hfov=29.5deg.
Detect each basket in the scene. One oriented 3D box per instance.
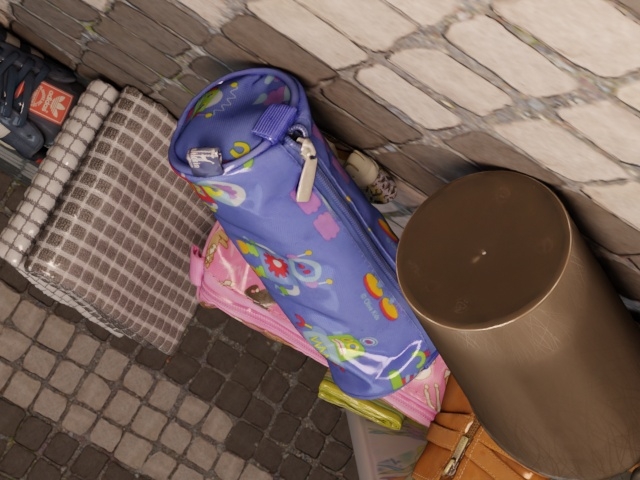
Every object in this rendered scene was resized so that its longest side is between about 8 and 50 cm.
[{"bbox_3d":[0.154,0.057,0.926,0.204,0.154,0.227,57,-176,39],"label":"basket"}]

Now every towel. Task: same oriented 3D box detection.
[{"bbox_3d":[0.079,0.131,1.437,0.102,0.021,0.237,27,-145,5],"label":"towel"},{"bbox_3d":[-0.204,-0.016,1.378,0.121,0.235,0.284,17,165,33],"label":"towel"}]

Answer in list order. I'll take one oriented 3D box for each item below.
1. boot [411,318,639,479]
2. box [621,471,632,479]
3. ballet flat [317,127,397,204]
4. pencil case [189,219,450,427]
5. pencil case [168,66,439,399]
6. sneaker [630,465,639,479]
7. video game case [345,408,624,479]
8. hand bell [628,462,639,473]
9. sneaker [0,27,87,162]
[{"bbox_3d":[0.212,0.167,1.102,0.283,0.220,0.109,19,166,48],"label":"boot"},{"bbox_3d":[0.475,0.354,1.702,0.275,0.094,0.113,30,171,2],"label":"box"},{"bbox_3d":[0.014,-0.067,1.029,0.114,0.041,0.041,28,171,3],"label":"ballet flat"},{"bbox_3d":[0.047,0.083,1.331,0.386,0.160,0.167,30,-175,12],"label":"pencil case"},{"bbox_3d":[0.000,0.000,0.984,0.133,0.119,0.306,12,146,47],"label":"pencil case"},{"bbox_3d":[0.373,0.240,0.895,0.281,0.162,0.106,0,167,12],"label":"sneaker"},{"bbox_3d":[0.183,0.235,1.376,0.300,0.036,0.329,7,-157,-9],"label":"video game case"},{"bbox_3d":[0.334,0.200,1.025,0.242,0.126,0.126,18,176,-23],"label":"hand bell"},{"bbox_3d":[-0.342,-0.172,1.328,0.148,0.131,0.350,23,177,19],"label":"sneaker"}]
